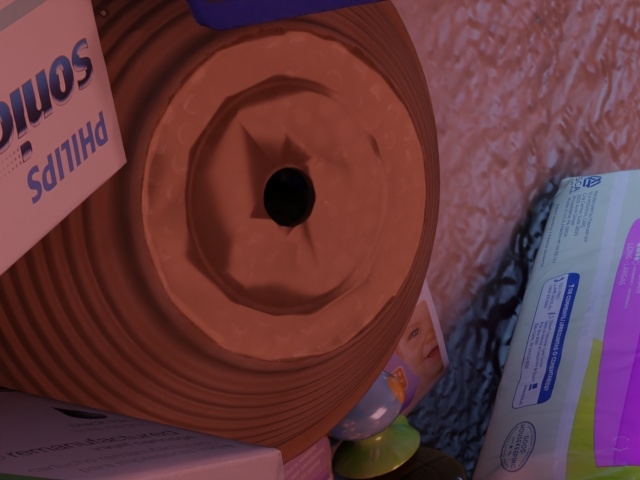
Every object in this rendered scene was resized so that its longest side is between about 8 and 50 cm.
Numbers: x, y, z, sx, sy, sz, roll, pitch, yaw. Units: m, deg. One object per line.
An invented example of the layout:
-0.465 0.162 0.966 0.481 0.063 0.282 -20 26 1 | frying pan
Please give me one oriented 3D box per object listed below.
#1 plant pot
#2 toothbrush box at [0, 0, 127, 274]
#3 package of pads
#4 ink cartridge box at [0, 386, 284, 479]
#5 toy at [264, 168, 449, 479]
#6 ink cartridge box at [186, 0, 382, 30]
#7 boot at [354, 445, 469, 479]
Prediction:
-0.038 -0.017 0.723 0.237 0.109 0.237 -3 96 -32 | plant pot
-0.174 -0.114 0.524 0.216 0.126 0.296 -50 135 -61 | toothbrush box
0.177 0.146 0.995 0.296 0.101 0.229 64 31 -35 | package of pads
-0.143 0.097 0.599 0.160 0.219 0.093 -5 100 -48 | ink cartridge box
0.000 0.000 0.852 0.137 0.056 0.237 -40 126 -35 | toy
0.010 -0.255 0.630 0.395 0.151 0.270 -68 143 -46 | ink cartridge box
0.020 0.221 0.915 0.213 0.077 0.165 -50 137 -22 | boot
